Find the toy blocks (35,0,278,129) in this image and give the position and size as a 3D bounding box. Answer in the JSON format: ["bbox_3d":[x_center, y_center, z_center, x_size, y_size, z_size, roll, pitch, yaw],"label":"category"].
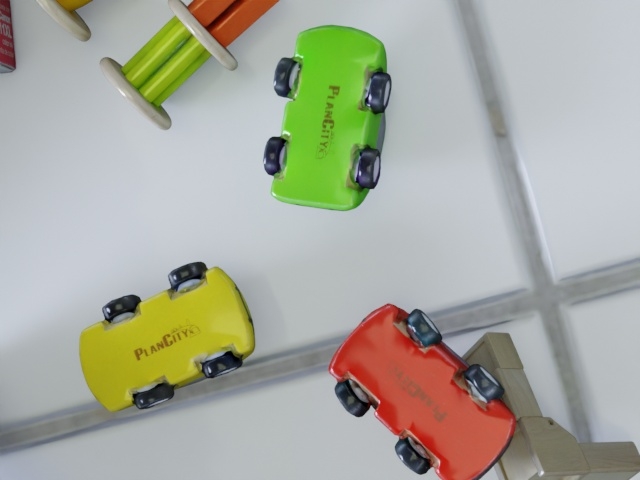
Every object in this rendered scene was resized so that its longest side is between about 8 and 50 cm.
[{"bbox_3d":[-0.073,-0.153,0.634,0.148,0.054,0.123,-44,85,6],"label":"toy blocks"}]

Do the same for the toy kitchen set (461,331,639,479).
[{"bbox_3d":[0.113,0.104,0.634,0.068,0.075,0.083,-52,45,41],"label":"toy kitchen set"}]

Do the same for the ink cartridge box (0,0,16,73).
[{"bbox_3d":[-0.247,-0.179,0.646,0.127,0.072,0.175,-4,91,8],"label":"ink cartridge box"}]

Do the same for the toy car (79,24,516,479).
[{"bbox_3d":[0.000,0.000,0.625,0.239,0.053,0.225,9,88,15],"label":"toy car"}]
